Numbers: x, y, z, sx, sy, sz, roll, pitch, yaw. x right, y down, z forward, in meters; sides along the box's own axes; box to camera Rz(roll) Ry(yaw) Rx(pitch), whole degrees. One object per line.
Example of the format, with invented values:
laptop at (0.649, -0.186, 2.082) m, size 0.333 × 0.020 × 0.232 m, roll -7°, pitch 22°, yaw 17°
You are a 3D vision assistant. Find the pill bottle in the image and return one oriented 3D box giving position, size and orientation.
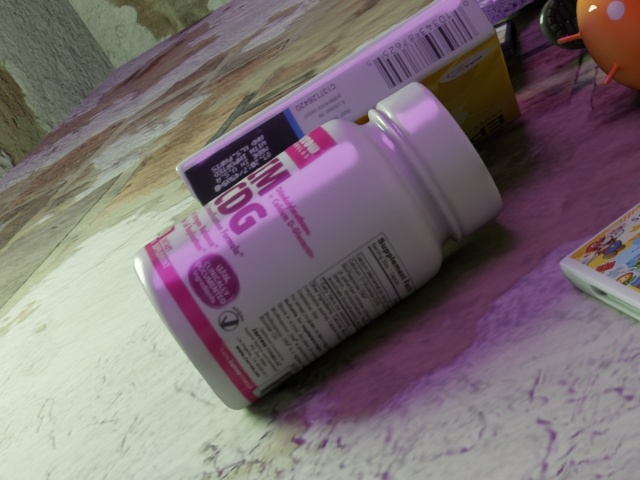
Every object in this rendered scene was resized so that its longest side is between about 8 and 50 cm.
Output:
pill bottle at (0.000, 0.000, 1.197) m, size 0.283 × 0.160 × 0.160 m, roll -34°, pitch 16°, yaw -2°

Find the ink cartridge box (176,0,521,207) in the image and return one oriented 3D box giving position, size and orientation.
ink cartridge box at (0.047, -0.083, 1.386) m, size 0.303 × 0.072 × 0.307 m, roll -33°, pitch -23°, yaw 4°

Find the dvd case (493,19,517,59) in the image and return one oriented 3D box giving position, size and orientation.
dvd case at (0.140, -0.206, 1.659) m, size 0.180 × 0.022 × 0.253 m, roll -20°, pitch 10°, yaw 12°

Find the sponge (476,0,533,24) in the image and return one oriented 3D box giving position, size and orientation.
sponge at (0.228, -0.304, 1.811) m, size 0.210 × 0.031 × 0.117 m, roll -32°, pitch 13°, yaw -34°

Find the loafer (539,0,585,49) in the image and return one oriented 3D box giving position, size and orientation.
loafer at (0.321, -0.269, 1.530) m, size 0.220 × 0.080 × 0.078 m, roll -32°, pitch 5°, yaw -13°

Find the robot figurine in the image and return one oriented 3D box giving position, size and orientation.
robot figurine at (0.321, -0.216, 1.260) m, size 0.219 × 0.158 × 0.128 m, roll -33°, pitch -6°, yaw 1°

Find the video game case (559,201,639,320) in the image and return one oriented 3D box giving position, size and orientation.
video game case at (0.289, -0.022, 0.944) m, size 0.227 × 0.026 × 0.206 m, roll -36°, pitch 16°, yaw -4°
